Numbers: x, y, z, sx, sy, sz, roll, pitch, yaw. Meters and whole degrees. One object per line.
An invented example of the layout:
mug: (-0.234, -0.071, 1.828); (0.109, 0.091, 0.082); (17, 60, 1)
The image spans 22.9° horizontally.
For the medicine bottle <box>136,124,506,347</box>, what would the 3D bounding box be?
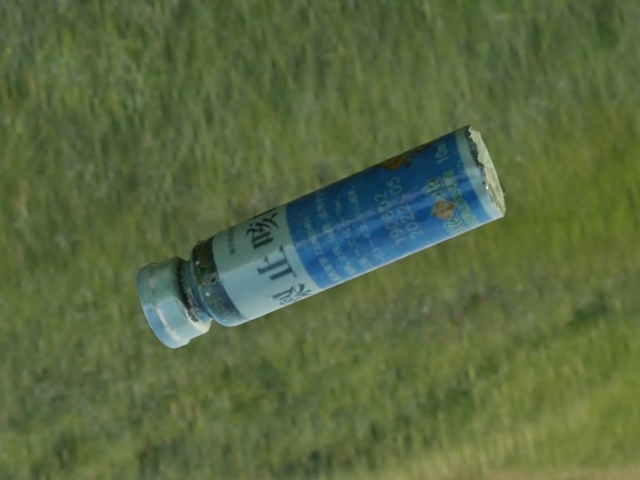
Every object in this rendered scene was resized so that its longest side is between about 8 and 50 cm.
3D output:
medicine bottle: (0.000, 0.000, 0.803); (0.191, 0.051, 0.051); (-24, 164, 14)
